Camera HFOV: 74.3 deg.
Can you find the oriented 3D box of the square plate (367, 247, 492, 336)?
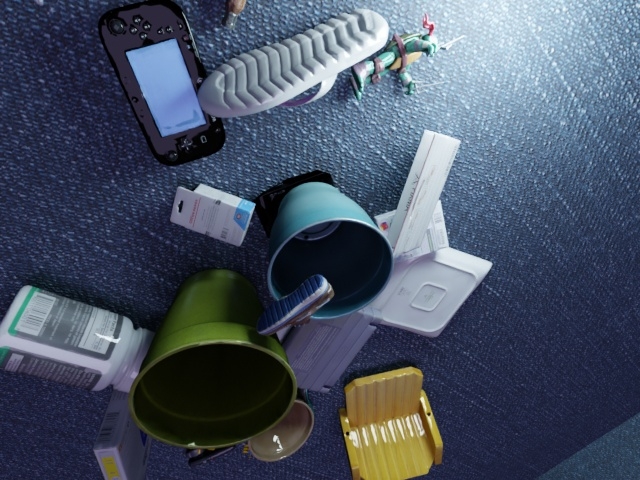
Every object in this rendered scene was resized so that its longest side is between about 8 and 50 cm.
[{"bbox_3d":[0.337,0.172,1.359,0.344,0.049,0.347,18,116,-24],"label":"square plate"}]

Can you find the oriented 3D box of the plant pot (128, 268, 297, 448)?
[{"bbox_3d":[-0.266,0.266,1.092,0.367,0.353,0.366,-6,123,-9],"label":"plant pot"}]

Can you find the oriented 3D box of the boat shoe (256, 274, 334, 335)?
[{"bbox_3d":[-0.049,0.149,0.883,0.183,0.066,0.066,-35,126,12],"label":"boat shoe"}]

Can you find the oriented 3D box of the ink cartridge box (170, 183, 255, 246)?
[{"bbox_3d":[-0.263,-0.069,1.037,0.180,0.060,0.104,21,117,-5],"label":"ink cartridge box"}]

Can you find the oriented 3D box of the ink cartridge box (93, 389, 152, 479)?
[{"bbox_3d":[-0.560,0.561,1.244,0.072,0.303,0.307,0,121,-10],"label":"ink cartridge box"}]

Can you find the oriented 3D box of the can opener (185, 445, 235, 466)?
[{"bbox_3d":[-0.407,0.795,1.580,0.186,0.059,0.073,-14,124,-4],"label":"can opener"}]

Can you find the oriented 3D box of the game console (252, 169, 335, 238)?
[{"bbox_3d":[-0.027,-0.013,1.156,0.213,0.044,0.361,-21,125,1],"label":"game console"}]

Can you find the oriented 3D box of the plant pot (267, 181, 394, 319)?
[{"bbox_3d":[0.000,0.000,0.990,0.272,0.255,0.271,-6,125,-9],"label":"plant pot"}]

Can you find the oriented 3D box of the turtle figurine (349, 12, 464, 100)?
[{"bbox_3d":[0.181,-0.388,0.924,0.234,0.118,0.175,-22,165,3],"label":"turtle figurine"}]

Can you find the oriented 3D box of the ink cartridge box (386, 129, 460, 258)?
[{"bbox_3d":[0.230,-0.112,1.014,0.261,0.066,0.296,-14,125,-60],"label":"ink cartridge box"}]

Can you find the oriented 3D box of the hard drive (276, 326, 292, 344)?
[{"bbox_3d":[-0.108,0.366,1.361,0.203,0.040,0.307,35,109,-29],"label":"hard drive"}]

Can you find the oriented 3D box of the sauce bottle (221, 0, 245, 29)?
[{"bbox_3d":[-0.162,-0.480,0.821,0.042,0.042,0.128,16,116,-22],"label":"sauce bottle"}]

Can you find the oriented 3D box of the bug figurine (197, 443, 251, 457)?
[{"bbox_3d":[-0.315,0.686,1.519,0.279,0.072,0.216,17,106,-21],"label":"bug figurine"}]

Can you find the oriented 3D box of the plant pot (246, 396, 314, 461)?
[{"bbox_3d":[-0.150,0.619,1.444,0.237,0.110,0.237,-9,110,-26],"label":"plant pot"}]

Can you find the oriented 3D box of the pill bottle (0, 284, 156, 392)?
[{"bbox_3d":[-0.625,0.271,1.100,0.361,0.204,0.204,28,112,-27],"label":"pill bottle"}]

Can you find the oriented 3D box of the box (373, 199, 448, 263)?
[{"bbox_3d":[0.259,-0.024,1.198,0.186,0.038,0.145,-18,108,-3],"label":"box"}]

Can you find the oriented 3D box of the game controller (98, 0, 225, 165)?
[{"bbox_3d":[-0.316,-0.315,0.877,0.167,0.067,0.319,-16,125,-3],"label":"game controller"}]

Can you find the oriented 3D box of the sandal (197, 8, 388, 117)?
[{"bbox_3d":[-0.046,-0.338,0.874,0.416,0.169,0.102,-24,146,-1],"label":"sandal"}]

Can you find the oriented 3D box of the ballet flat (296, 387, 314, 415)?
[{"bbox_3d":[-0.068,0.576,1.513,0.068,0.072,0.213,-8,124,2],"label":"ballet flat"}]

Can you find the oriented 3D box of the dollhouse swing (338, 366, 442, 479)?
[{"bbox_3d":[0.261,0.683,1.542,0.347,0.315,0.305,-10,144,-6],"label":"dollhouse swing"}]

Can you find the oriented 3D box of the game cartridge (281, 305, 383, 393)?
[{"bbox_3d":[0.004,0.321,1.299,0.230,0.068,0.355,22,115,-20],"label":"game cartridge"}]
